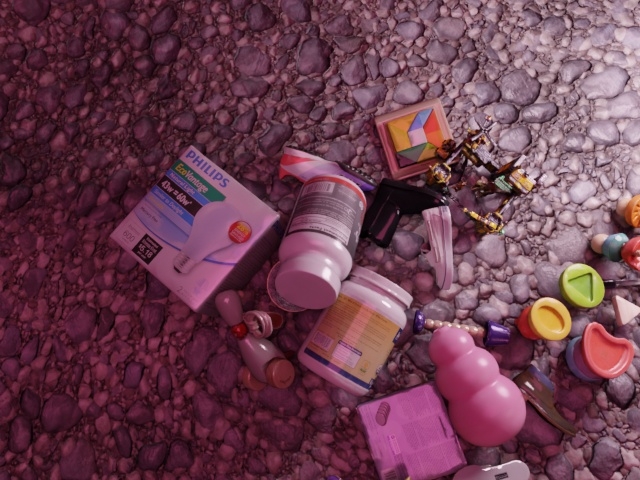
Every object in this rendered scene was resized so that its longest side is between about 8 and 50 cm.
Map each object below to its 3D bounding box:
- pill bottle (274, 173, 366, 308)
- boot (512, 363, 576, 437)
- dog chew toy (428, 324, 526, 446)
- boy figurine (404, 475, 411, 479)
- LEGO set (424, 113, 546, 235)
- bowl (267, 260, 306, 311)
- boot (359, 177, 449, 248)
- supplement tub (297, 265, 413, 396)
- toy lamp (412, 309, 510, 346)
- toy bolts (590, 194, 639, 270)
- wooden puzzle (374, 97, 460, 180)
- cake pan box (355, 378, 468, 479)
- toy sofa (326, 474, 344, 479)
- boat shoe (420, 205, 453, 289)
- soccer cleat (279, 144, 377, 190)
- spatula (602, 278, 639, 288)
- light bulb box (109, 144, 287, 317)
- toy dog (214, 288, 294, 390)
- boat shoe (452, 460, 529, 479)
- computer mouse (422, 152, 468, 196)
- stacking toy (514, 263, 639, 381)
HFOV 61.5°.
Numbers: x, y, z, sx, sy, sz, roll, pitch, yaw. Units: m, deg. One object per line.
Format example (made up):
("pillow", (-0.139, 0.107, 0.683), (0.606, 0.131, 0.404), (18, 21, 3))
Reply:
("pill bottle", (0.000, 0.000, 1.531), (0.211, 0.210, 0.362), (12, 51, 6))
("boot", (0.646, 0.451, 1.520), (0.219, 0.082, 0.106), (38, 85, 13))
("dog chew toy", (0.411, 0.389, 1.479), (0.207, 0.206, 0.331), (-30, 81, -3))
("boy figurine", (0.291, 0.724, 1.429), (0.285, 0.177, 0.092), (43, 106, -10))
("LEGO set", (0.489, -0.185, 1.585), (0.255, 0.192, 0.331), (-39, 89, -10))
("bowl", (-0.073, 0.137, 1.639), (0.170, 0.080, 0.170), (-1, 77, 4))
("boot", (0.242, -0.066, 1.627), (0.247, 0.094, 0.207), (21, 81, 34))
("supplement tub", (0.102, 0.254, 1.525), (0.228, 0.228, 0.316), (30, 82, 10))
("toy lamp", (0.414, 0.259, 1.582), (0.275, 0.080, 0.080), (11, 79, 7))
("toy bolts", (0.930, -0.004, 1.601), (0.229, 0.158, 0.218), (-38, 118, -14))
("wooden puzzle", (0.307, -0.329, 1.725), (0.221, 0.044, 0.238), (-17, 76, 7))
("cake pan box", (0.258, 0.559, 1.531), (0.246, 0.070, 0.266), (-20, 77, 2))
("toy sofa", (0.139, 0.795, 1.444), (0.363, 0.150, 0.177), (24, 81, 9))
("boat shoe", (0.338, 0.028, 1.578), (0.088, 0.096, 0.267), (-6, 120, 5))
("soccer cleat", (0.022, -0.203, 1.708), (0.319, 0.108, 0.116), (20, 100, 6))
("spatula", (0.902, 0.126, 1.599), (0.297, 0.030, 0.084), (-5, 80, 3))
("light bulb box", (-0.348, -0.021, 1.620), (0.358, 0.225, 0.361), (38, 84, 11))
("toy dog", (-0.167, 0.278, 1.550), (0.220, 0.161, 0.333), (11, 122, 33))
("boat shoe", (0.460, 0.655, 1.472), (0.220, 0.070, 0.077), (-3, 58, -12))
("computer mouse", (0.392, -0.189, 1.706), (0.071, 0.041, 0.242), (35, 76, 30))
("stacking toy", (0.745, 0.239, 1.564), (0.309, 0.130, 0.279), (38, 67, 4))
